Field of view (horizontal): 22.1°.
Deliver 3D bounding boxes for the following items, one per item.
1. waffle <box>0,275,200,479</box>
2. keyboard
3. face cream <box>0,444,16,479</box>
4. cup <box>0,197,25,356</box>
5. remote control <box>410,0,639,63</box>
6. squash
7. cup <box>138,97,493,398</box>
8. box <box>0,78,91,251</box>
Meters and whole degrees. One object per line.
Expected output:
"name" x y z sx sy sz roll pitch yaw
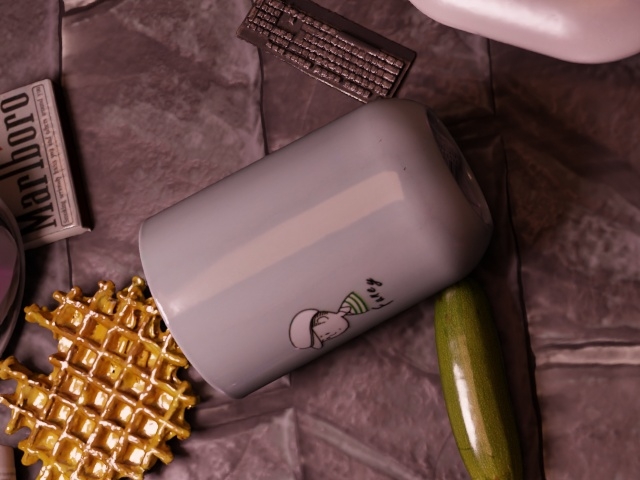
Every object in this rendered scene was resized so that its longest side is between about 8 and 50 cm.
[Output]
"waffle" -0.238 0.159 1.761 0.232 0.051 0.228 -18 76 16
"keyboard" 0.003 -0.209 1.745 0.196 0.015 0.074 30 93 21
"face cream" -0.362 0.357 1.762 0.082 0.082 0.269 -8 79 19
"cup" -0.525 0.030 1.778 0.372 0.253 0.253 13 87 30
"remote control" 0.222 -0.298 1.628 0.332 0.103 0.221 20 85 21
"squash" 0.155 0.155 1.608 0.066 0.066 0.252 -16 77 18
"cup" 0.000 0.000 1.614 0.312 0.205 0.205 -28 74 14
"box" -0.329 -0.080 1.838 0.115 0.036 0.177 -18 77 18
